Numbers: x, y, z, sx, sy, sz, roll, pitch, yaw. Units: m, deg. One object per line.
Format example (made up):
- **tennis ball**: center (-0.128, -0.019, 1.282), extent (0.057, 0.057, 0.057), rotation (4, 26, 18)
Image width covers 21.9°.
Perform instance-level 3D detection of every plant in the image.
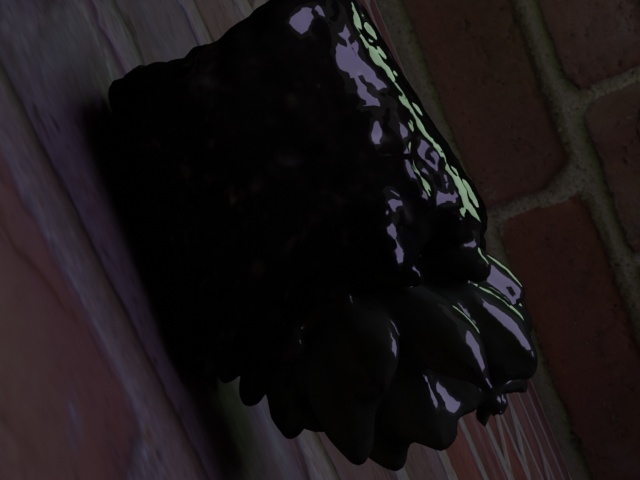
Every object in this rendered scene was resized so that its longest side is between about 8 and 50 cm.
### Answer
- **plant**: center (0.000, 0.000, 0.674), extent (0.194, 0.132, 0.129), rotation (64, 12, -2)
